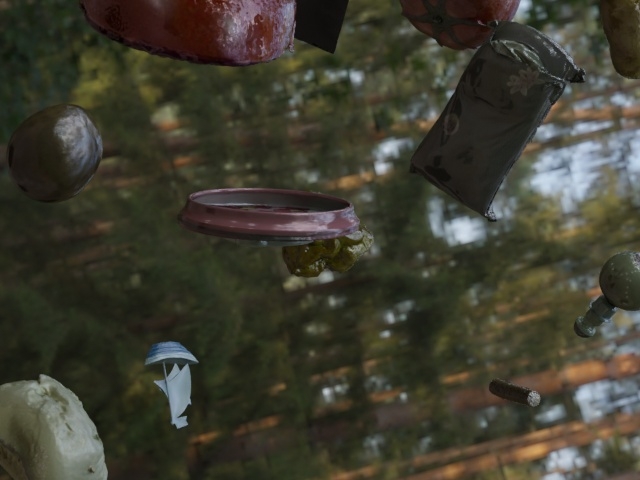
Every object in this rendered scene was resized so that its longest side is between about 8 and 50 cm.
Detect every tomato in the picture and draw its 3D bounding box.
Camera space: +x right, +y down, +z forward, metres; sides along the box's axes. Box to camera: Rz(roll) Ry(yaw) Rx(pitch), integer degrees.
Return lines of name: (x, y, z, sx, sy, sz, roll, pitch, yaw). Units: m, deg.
tomato: (0.296, -0.540, 2.761, 0.265, 0.264, 0.265, 166, -90, -80)
tomato: (-0.156, -0.368, 1.802, 0.335, 0.289, 0.176, -40, 152, -60)

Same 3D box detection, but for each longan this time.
longan: (-0.275, -0.091, 1.380, 0.092, 0.113, 0.113, 31, -28, 18)

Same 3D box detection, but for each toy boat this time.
toy boat: (-0.242, 0.239, 2.270, 0.034, 0.105, 0.149, -28, -89, 45)

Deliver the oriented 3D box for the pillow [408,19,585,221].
pillow: (0.224, -0.162, 1.737, 0.169, 0.059, 0.255, 37, -73, 27)

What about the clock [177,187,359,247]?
clock: (-0.069, -0.028, 1.762, 0.244, 0.244, 0.056, -141, -126, -74)

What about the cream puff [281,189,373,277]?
cream puff: (0.000, 0.000, 1.976, 0.116, 0.146, 0.146, -56, -156, 10)

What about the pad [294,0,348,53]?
pad: (-0.026, -0.455, 2.006, 0.005, 0.202, 0.300, -38, 149, -57)

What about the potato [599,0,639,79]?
potato: (0.426, -0.292, 1.794, 0.170, 0.080, 0.107, 61, 32, -38)

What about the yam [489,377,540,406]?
yam: (0.319, 0.250, 2.167, 0.145, 0.032, 0.032, -174, -109, -73)

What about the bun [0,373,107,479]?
bun: (-0.398, 0.291, 1.920, 0.229, 0.145, 0.229, 40, -21, 19)

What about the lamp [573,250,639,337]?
lamp: (0.439, 0.088, 1.992, 0.163, 0.091, 0.091, -50, -136, 31)
